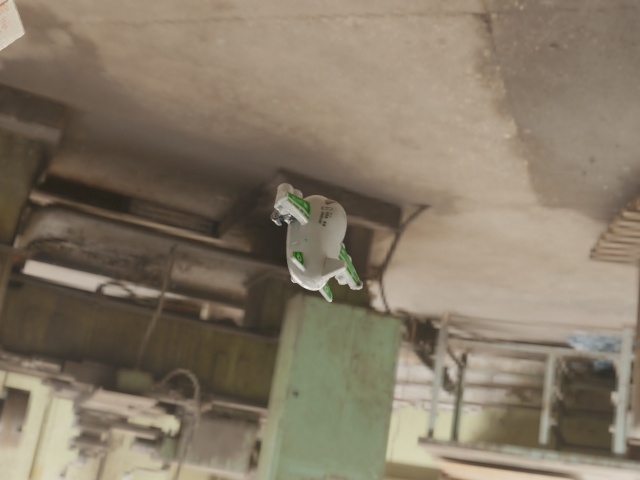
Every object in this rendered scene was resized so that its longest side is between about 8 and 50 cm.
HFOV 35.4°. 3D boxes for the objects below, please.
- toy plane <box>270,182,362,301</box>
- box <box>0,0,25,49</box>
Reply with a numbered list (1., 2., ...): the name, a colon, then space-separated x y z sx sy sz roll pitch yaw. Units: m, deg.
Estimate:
1. toy plane: -0.003 0.001 1.272 0.080 0.174 0.174 -29 147 20
2. box: -0.569 -0.375 1.476 0.051 0.204 0.365 42 159 16
